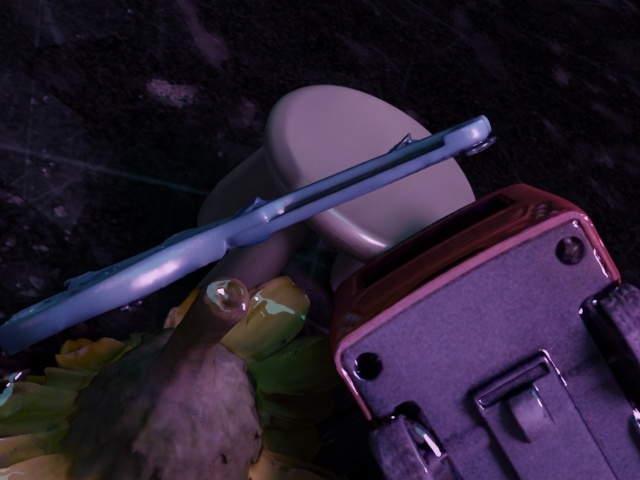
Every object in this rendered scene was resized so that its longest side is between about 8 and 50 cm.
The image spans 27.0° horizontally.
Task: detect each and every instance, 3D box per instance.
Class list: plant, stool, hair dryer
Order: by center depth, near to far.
[{"bbox_3d":[-0.125,0.120,0.872,0.261,0.297,0.306,-1,55,20],"label":"plant"},{"bbox_3d":[0.036,0.235,1.024,0.195,0.050,0.173,50,41,12],"label":"hair dryer"},{"bbox_3d":[0.000,0.000,1.118,0.195,0.199,0.195,26,39,-18],"label":"stool"}]

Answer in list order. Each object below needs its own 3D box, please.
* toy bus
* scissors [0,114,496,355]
[{"bbox_3d":[0.180,0.183,0.937,0.427,0.203,0.233,59,4,-12],"label":"toy bus"},{"bbox_3d":[-0.059,-0.007,0.947,0.032,0.392,0.180,65,21,-7],"label":"scissors"}]
